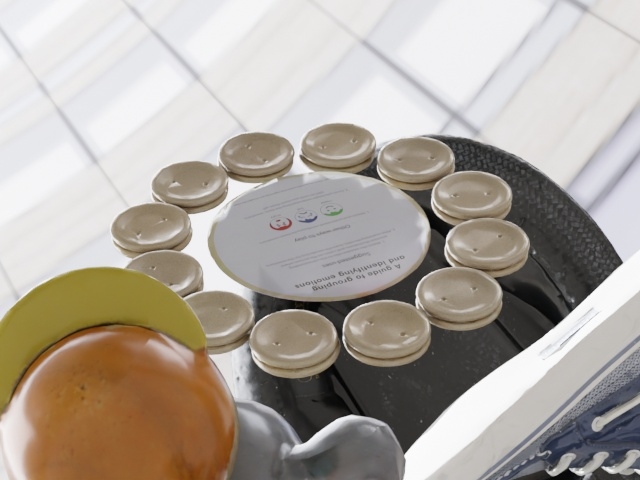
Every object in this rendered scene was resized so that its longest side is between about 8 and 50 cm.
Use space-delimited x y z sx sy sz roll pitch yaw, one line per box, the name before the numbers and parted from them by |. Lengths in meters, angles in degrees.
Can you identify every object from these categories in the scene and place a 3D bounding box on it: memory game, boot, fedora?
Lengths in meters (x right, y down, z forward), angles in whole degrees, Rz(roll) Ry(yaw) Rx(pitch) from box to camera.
memory game | 0.000 0.000 0.833 0.186 0.186 0.012 -14 -53 -17
boot | 0.123 0.085 0.851 0.190 0.069 0.086 -40 -80 5
fedora | 0.103 0.091 1.330 0.334 0.334 0.152 -63 -21 12

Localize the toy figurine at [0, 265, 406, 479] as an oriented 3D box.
toy figurine | -0.018 0.133 0.364 0.213 0.209 0.148 -52 -28 -14
